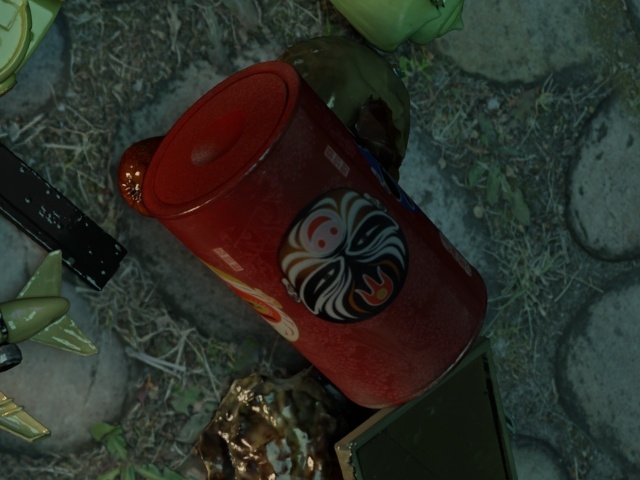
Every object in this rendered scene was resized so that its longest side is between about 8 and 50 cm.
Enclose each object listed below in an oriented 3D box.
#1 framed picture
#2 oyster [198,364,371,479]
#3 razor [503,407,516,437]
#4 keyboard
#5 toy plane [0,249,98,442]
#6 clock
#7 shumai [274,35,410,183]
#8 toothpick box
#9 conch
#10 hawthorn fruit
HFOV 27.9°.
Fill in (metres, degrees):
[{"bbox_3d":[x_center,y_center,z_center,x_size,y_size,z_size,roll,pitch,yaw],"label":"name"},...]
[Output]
[{"bbox_3d":[0.137,0.295,1.459,0.232,0.024,0.315,-32,122,-31],"label":"framed picture"},{"bbox_3d":[-0.020,0.270,1.424,0.275,0.100,0.271,-44,91,-13],"label":"oyster"},{"bbox_3d":[0.120,0.294,1.513,0.278,0.056,0.111,-54,132,-8],"label":"razor"},{"bbox_3d":[-0.290,-0.027,1.351,0.195,0.018,0.060,43,67,-18],"label":"keyboard"},{"bbox_3d":[-0.361,0.100,1.280,0.256,0.104,0.242,-18,82,-29],"label":"toy plane"},{"bbox_3d":[-0.368,-0.208,1.287,0.170,0.069,0.232,28,79,-21],"label":"clock"},{"bbox_3d":[0.030,-0.132,1.435,0.201,0.120,0.201,-1,93,-24],"label":"shumai"},{"bbox_3d":[0.000,0.000,1.330,0.333,0.204,0.204,46,72,-32],"label":"toothpick box"},{"bbox_3d":[0.058,-0.308,1.429,0.137,0.143,0.250,-39,116,24],"label":"conch"},{"bbox_3d":[-0.170,-0.070,1.373,0.093,0.093,0.093,0,90,-24],"label":"hawthorn fruit"}]
